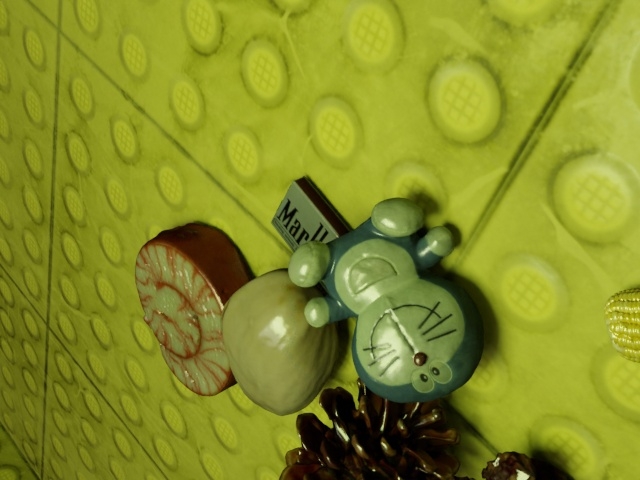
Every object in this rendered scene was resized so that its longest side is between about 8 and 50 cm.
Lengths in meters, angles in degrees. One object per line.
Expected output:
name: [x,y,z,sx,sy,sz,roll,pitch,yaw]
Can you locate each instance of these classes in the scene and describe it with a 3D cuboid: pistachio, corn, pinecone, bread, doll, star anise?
pistachio: [-0.071,0.168,1.149,0.197,0.166,0.288,11,127,-4]
corn: [0.381,0.085,0.726,0.165,0.063,0.085,-16,73,47]
pinecone: [0.082,0.307,1.020,0.264,0.264,0.264,23,125,37]
bread: [-0.227,0.131,1.348,0.295,0.114,0.327,-10,101,49]
doll: [0.101,0.091,0.941,0.228,0.154,0.258,-31,71,10]
star anise: [0.226,0.368,0.937,0.220,0.190,0.126,-46,46,4]

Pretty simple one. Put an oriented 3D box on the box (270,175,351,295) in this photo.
box: [0.000,0.000,1.101,0.177,0.036,0.115,51,139,15]
